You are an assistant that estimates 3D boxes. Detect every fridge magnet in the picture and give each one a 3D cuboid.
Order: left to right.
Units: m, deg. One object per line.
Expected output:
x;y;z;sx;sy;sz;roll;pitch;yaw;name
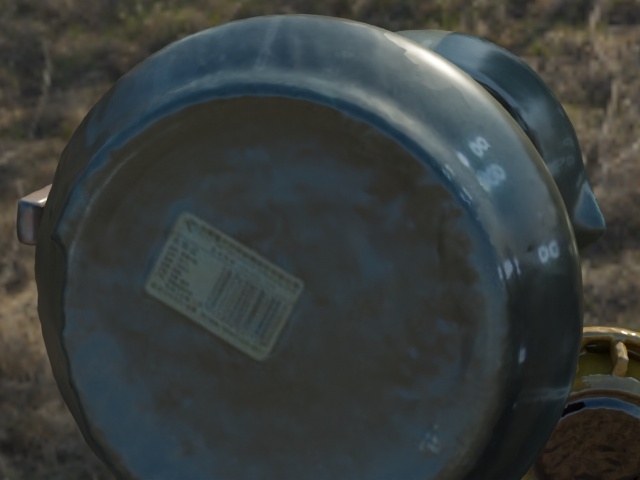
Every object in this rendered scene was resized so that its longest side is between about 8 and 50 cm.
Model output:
0.174;0.119;0.987;0.143;0.143;0.063;-3;29;4;fridge magnet

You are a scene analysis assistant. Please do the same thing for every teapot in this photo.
0.000;0.000;0.815;0.300;0.253;0.344;10;13;14;teapot
